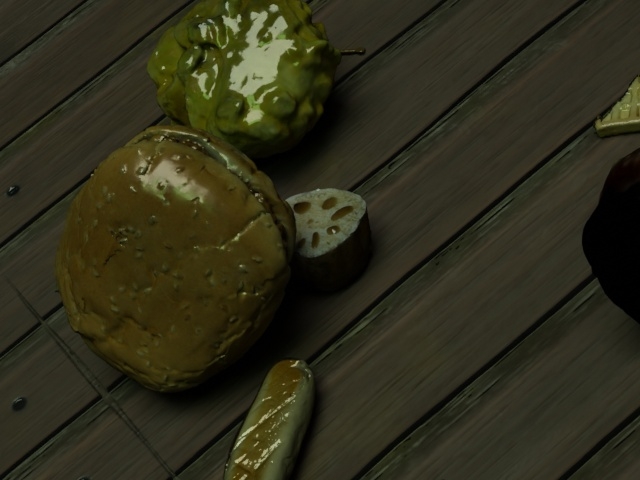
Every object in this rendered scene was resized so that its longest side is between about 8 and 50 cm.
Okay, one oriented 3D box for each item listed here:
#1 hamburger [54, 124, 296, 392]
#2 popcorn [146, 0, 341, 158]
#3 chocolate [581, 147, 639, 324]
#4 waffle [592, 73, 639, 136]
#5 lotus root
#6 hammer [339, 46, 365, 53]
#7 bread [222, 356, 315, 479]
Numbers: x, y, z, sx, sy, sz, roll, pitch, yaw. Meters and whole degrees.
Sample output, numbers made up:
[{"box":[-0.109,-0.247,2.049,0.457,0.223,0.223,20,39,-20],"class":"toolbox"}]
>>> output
[{"box":[-0.166,0.025,1.783,0.259,0.283,0.144,31,32,4],"class":"hamburger"},{"box":[-0.095,-0.189,2.019,0.233,0.192,0.266,44,102,29],"class":"popcorn"},{"box":[0.447,-0.025,1.568,0.340,0.225,0.210,8,43,31],"class":"chocolate"},{"box":[0.372,-0.185,1.876,0.097,0.023,0.153,-3,52,23],"class":"waffle"},{"box":[0.002,-0.002,1.858,0.122,0.081,0.112,11,56,34],"class":"lotus root"},{"box":[0.001,-0.245,2.122,0.123,0.014,0.029,-1,60,22],"class":"hammer"},{"box":[-0.054,0.218,1.711,0.073,0.053,0.214,2,50,23],"class":"bread"}]
